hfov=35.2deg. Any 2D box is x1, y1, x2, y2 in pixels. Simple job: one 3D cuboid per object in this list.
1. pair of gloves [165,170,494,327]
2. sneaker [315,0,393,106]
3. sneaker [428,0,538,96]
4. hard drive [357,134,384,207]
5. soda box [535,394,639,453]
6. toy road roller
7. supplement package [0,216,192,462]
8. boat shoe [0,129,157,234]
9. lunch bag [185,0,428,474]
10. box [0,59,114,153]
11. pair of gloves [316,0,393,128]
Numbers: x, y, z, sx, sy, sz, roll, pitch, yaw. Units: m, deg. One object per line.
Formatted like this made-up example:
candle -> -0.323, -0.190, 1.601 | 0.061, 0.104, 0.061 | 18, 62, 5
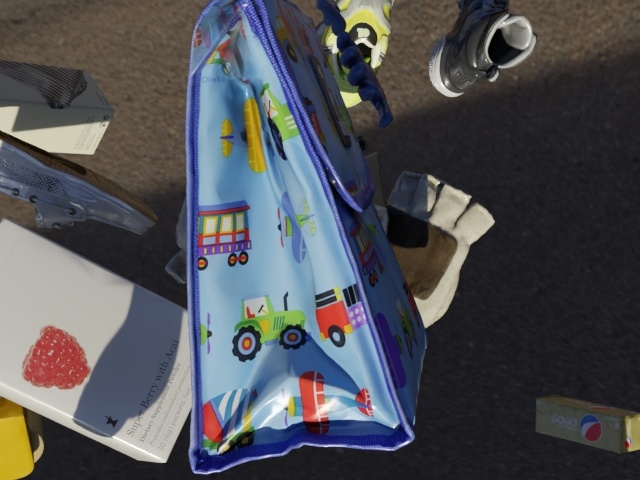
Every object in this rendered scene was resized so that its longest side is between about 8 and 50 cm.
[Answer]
pair of gloves -> 0.000, 0.000, 0.849 | 0.240, 0.042, 0.204 | 33, 88, 8
sneaker -> 0.047, -0.344, 1.888 | 0.145, 0.385, 0.147 | 9, 68, 0
sneaker -> 0.272, -0.347, 1.548 | 0.153, 0.101, 0.269 | 4, 69, 57
hard drive -> 0.014, -0.052, 1.684 | 0.054, 0.172, 0.254 | 20, 42, 38
soda box -> 0.444, 0.304, 1.684 | 0.181, 0.058, 0.061 | 4, 95, 54
toy road roller -> -0.596, 0.236, 1.644 | 0.240, 0.330, 0.203 | -10, 39, -10
supplement package -> -0.295, 0.128, 1.220 | 0.178, 0.292, 0.175 | -66, 14, -18
boat shoe -> -0.360, -0.061, 1.371 | 0.096, 0.277, 0.098 | -63, 18, 5
lunch bag -> -0.024, -0.033, 0.659 | 0.138, 0.221, 0.293 | -10, 98, 10
box -> -0.458, -0.202, 1.511 | 0.113, 0.275, 0.094 | 51, 122, 28
pair of gloves -> 0.016, -0.189, 0.917 | 0.023, 0.159, 0.198 | -27, 89, 9
